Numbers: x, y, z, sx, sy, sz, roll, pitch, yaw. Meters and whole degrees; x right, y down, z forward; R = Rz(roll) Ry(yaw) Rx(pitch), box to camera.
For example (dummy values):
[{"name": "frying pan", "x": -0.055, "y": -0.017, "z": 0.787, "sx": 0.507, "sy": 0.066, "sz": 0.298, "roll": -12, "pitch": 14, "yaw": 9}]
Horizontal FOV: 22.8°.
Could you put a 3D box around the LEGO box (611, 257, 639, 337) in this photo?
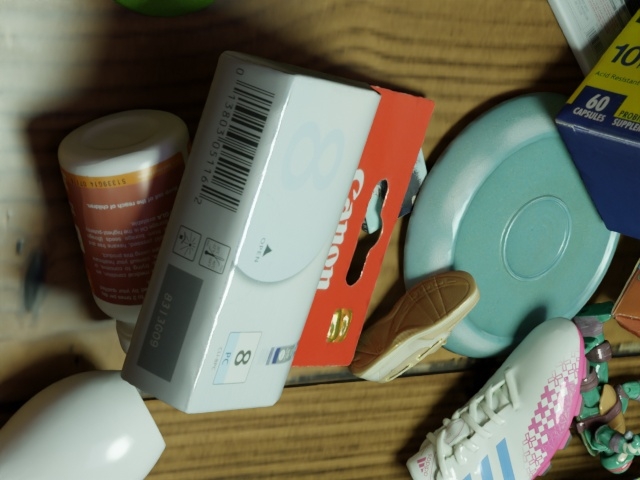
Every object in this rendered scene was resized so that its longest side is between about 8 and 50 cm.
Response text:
[{"name": "LEGO box", "x": 0.641, "y": 0.161, "z": 1.883, "sx": 0.500, "sy": 0.372, "sz": 0.193, "roll": 31, "pitch": 89, "yaw": -46}]

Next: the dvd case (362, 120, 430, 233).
[{"name": "dvd case", "x": 0.071, "y": -0.076, "z": 1.667, "sx": 0.087, "sy": 0.013, "sz": 0.119, "roll": -27, "pitch": 121, "yaw": -23}]

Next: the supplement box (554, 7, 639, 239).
[{"name": "supplement box", "x": 0.454, "y": -0.175, "z": 1.733, "sx": 0.356, "sy": 0.194, "sz": 0.195, "roll": -51, "pitch": 134, "yaw": -18}]

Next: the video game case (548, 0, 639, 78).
[{"name": "video game case", "x": 0.325, "y": -0.294, "z": 1.748, "sx": 0.173, "sy": 0.022, "sz": 0.190, "roll": -42, "pitch": 125, "yaw": -13}]

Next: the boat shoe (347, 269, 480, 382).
[{"name": "boat shoe", "x": 0.107, "y": 0.095, "z": 1.710, "sx": 0.170, "sy": 0.063, "sz": 0.059, "roll": -36, "pitch": 138, "yaw": 18}]

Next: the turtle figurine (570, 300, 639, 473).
[{"name": "turtle figurine", "x": 0.349, "y": 0.201, "z": 1.887, "sx": 0.118, "sy": 0.175, "sz": 0.234, "roll": -17, "pitch": 111, "yaw": 19}]

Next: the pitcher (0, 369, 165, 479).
[{"name": "pitcher", "x": -0.251, "y": 0.224, "z": 1.514, "sx": 0.207, "sy": 0.125, "sz": 0.178, "roll": -29, "pitch": 143, "yaw": -10}]

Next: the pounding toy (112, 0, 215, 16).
[{"name": "pounding toy", "x": -0.132, "y": -0.289, "z": 1.385, "sx": 0.237, "sy": 0.110, "sz": 0.183, "roll": 27, "pitch": 92, "yaw": -38}]

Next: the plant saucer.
[{"name": "plant saucer", "x": 0.232, "y": -0.007, "z": 1.776, "sx": 0.317, "sy": 0.043, "sz": 0.318, "roll": -15, "pitch": 119, "yaw": -30}]

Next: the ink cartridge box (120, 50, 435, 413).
[{"name": "ink cartridge box", "x": 0.000, "y": 0.000, "z": 1.505, "sx": 0.385, "sy": 0.091, "sz": 0.308, "roll": 4, "pitch": 106, "yaw": -57}]

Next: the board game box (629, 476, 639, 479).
[{"name": "board game box", "x": 0.365, "y": 0.374, "z": 1.928, "sx": 0.275, "sy": 0.144, "sz": 0.142, "roll": -15, "pitch": 75, "yaw": -29}]

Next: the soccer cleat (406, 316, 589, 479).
[{"name": "soccer cleat", "x": 0.184, "y": 0.229, "z": 1.781, "sx": 0.143, "sy": 0.116, "sz": 0.331, "roll": 16, "pitch": 108, "yaw": -22}]

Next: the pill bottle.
[{"name": "pill bottle", "x": -0.163, "y": -0.002, "z": 1.470, "sx": 0.121, "sy": 0.121, "sz": 0.216, "roll": -23, "pitch": 119, "yaw": -25}]
